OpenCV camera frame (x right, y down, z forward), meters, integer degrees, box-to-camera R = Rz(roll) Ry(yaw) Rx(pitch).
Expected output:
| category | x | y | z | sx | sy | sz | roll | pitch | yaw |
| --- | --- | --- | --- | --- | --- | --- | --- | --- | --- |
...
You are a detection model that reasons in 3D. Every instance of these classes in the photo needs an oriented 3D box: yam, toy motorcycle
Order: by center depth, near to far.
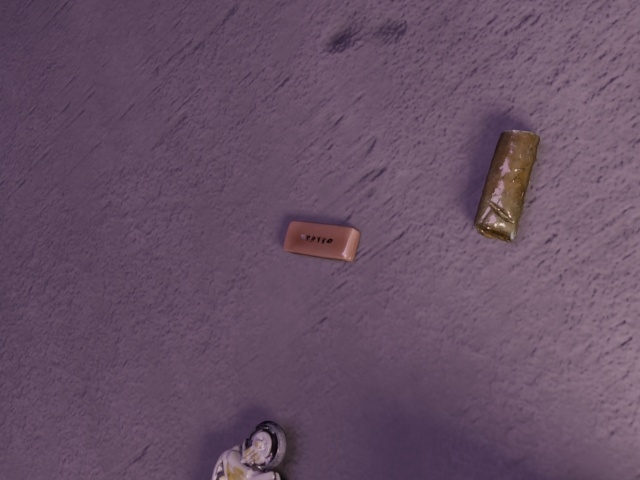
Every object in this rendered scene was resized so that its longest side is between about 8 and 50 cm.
| category | x | y | z | sx | sy | sz | roll | pitch | yaw |
| --- | --- | --- | --- | --- | --- | --- | --- | --- | --- |
| yam | 0.224 | -0.067 | 1.228 | 0.054 | 0.054 | 0.132 | 12 | 82 | 40 |
| toy motorcycle | -0.098 | 0.354 | 1.337 | 0.151 | 0.074 | 0.229 | -13 | 70 | 37 |

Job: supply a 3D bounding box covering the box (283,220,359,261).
| category | x | y | z | sx | sy | sz | roll | pitch | yaw |
| --- | --- | --- | --- | --- | --- | --- | --- | --- | --- |
| box | 0.000 | 0.000 | 1.400 | 0.115 | 0.025 | 0.048 | 9 | 83 | 39 |
